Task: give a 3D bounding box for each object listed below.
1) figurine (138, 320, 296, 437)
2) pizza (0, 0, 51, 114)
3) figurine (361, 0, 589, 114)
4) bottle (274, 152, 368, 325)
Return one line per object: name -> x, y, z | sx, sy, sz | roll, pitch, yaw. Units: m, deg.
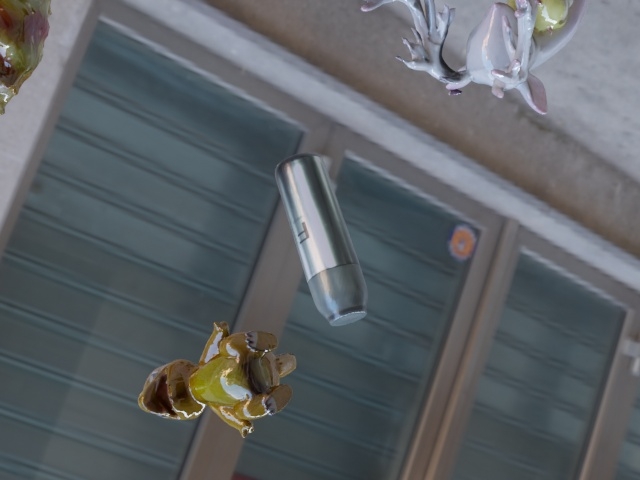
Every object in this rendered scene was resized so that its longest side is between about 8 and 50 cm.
figurine -> -0.106, 0.146, 1.149 | 0.176, 0.121, 0.122 | -15, 180, 22
pizza -> -0.365, -0.352, 1.248 | 0.130, 0.406, 0.440 | -1, -168, 30
figurine -> 0.204, -0.296, 1.308 | 0.206, 0.316, 0.284 | 2, 148, 30
bottle -> 0.000, 0.000, 1.565 | 0.079, 0.254, 0.096 | -11, 159, -23
